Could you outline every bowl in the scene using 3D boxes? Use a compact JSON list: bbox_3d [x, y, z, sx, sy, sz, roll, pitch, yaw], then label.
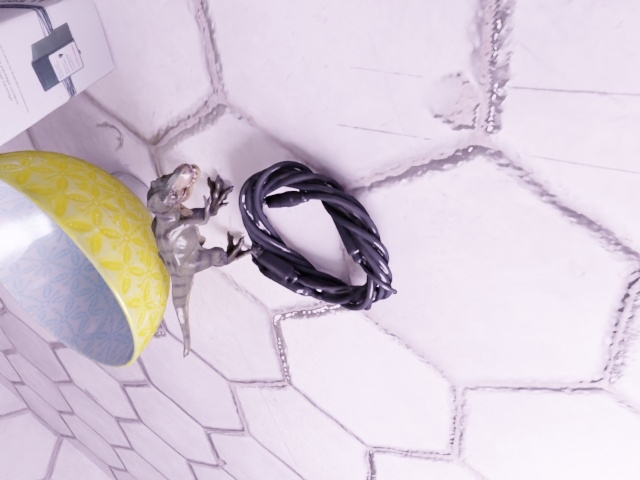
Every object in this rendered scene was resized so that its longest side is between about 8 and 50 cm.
[{"bbox_3d":[-0.286,0.001,0.643,0.289,0.156,0.290,20,133,23],"label":"bowl"}]

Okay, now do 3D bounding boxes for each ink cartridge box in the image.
[{"bbox_3d":[-0.314,-0.163,0.466,0.152,0.209,0.087,2,126,9],"label":"ink cartridge box"}]

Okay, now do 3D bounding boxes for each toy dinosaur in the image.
[{"bbox_3d":[-0.132,0.005,0.558,0.064,0.118,0.268,25,136,19],"label":"toy dinosaur"}]

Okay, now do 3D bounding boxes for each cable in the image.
[{"bbox_3d":[0.000,0.000,0.517,0.184,0.047,0.151,28,131,20],"label":"cable"}]
